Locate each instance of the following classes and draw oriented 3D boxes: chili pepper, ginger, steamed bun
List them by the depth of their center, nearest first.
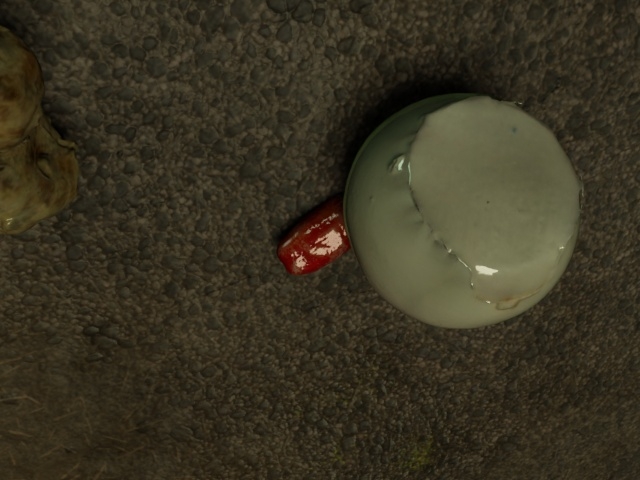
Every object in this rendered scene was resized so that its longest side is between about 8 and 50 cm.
[{"bbox_3d":[-0.434,-0.082,0.924,0.375,0.176,0.256,-22,151,12],"label":"ginger"},{"bbox_3d":[0.166,-0.023,1.106,0.309,0.309,0.309,-8,125,-12],"label":"steamed bun"},{"bbox_3d":[0.000,0.000,1.183,0.123,0.070,0.073,-36,143,6],"label":"chili pepper"}]
